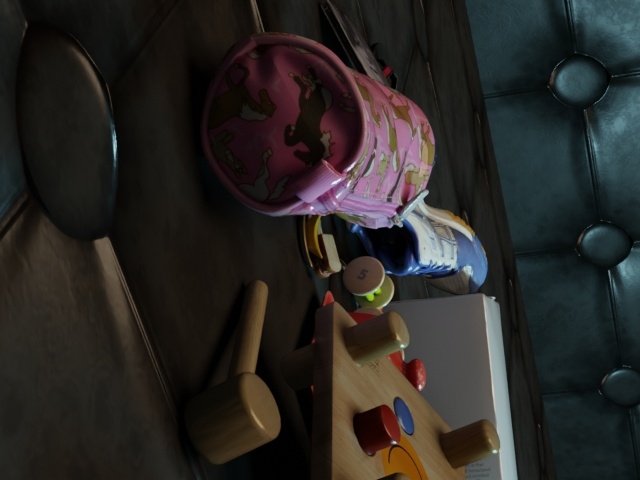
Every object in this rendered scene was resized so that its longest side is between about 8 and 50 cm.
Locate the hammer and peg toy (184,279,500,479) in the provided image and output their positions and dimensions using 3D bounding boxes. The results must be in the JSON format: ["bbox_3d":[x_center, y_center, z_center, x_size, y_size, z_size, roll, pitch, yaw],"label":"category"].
[{"bbox_3d":[0.042,0.179,1.068,0.361,0.127,0.266,50,26,-33],"label":"hammer and peg toy"}]

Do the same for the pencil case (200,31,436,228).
[{"bbox_3d":[0.010,-0.097,1.196,0.386,0.167,0.160,5,104,-74],"label":"pencil case"}]

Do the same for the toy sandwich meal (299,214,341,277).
[{"bbox_3d":[0.000,0.000,1.349,0.085,0.029,0.085,-7,90,-75],"label":"toy sandwich meal"}]

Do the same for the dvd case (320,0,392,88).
[{"bbox_3d":[0.076,-0.206,1.603,0.221,0.018,0.164,63,12,9],"label":"dvd case"}]

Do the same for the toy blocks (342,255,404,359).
[{"bbox_3d":[0.073,0.104,1.522,0.148,0.054,0.123,60,25,-59],"label":"toy blocks"}]

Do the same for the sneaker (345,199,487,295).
[{"bbox_3d":[0.115,0.009,1.574,0.296,0.112,0.131,41,41,-36],"label":"sneaker"}]

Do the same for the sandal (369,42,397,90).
[{"bbox_3d":[0.090,-0.221,1.769,0.067,0.040,0.179,67,22,-45],"label":"sandal"}]

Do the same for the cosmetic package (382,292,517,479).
[{"bbox_3d":[0.187,0.264,1.672,0.197,0.155,0.365,30,53,-72],"label":"cosmetic package"}]

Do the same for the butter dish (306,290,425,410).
[{"bbox_3d":[0.056,0.151,1.313,0.160,0.118,0.160,-71,150,-57],"label":"butter dish"}]
